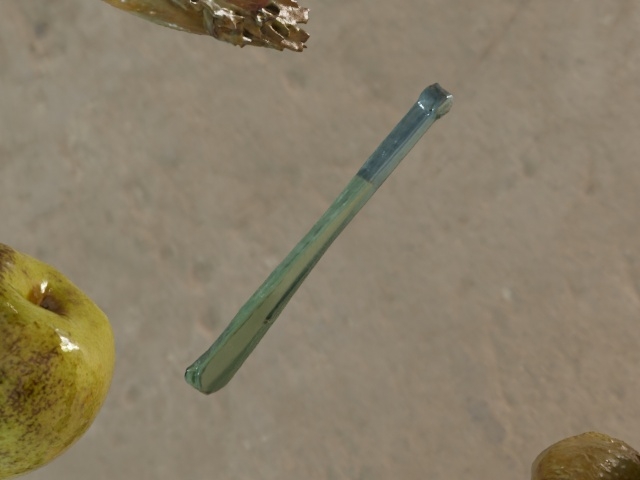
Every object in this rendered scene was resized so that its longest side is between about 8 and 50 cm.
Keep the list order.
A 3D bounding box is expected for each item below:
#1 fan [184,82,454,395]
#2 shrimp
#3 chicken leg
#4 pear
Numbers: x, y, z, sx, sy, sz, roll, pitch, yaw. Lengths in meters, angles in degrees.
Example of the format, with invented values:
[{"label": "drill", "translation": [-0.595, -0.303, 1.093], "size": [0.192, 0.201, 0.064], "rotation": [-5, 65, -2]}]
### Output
[{"label": "fan", "translation": [0.000, 0.000, 0.717], "size": [0.016, 0.038, 0.193], "rotation": [40, 94, 18]}, {"label": "shrimp", "translation": [-0.092, -0.185, 1.044], "size": [0.249, 0.150, 0.068], "rotation": [11, 93, -50]}, {"label": "chicken leg", "translation": [0.201, 0.233, 1.228], "size": [0.251, 0.107, 0.087], "rotation": [-18, 129, -50]}, {"label": "pear", "translation": [-0.279, 0.108, 1.224], "size": [0.197, 0.197, 0.197], "rotation": [-6, 113, -14]}]
